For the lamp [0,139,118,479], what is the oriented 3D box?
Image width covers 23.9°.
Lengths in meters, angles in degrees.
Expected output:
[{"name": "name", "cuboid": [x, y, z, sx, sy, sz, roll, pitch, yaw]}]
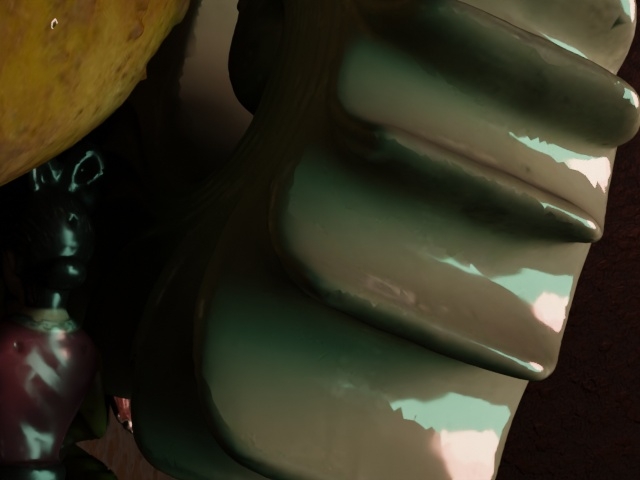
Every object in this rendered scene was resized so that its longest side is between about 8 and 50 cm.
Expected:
[{"name": "lamp", "cuboid": [-0.135, 0.087, 0.583, 0.118, 0.118, 0.253, 12, 80, -82]}]

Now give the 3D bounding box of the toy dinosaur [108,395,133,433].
[{"name": "toy dinosaur", "cuboid": [-0.110, 0.065, 0.999, 0.220, 0.032, 0.108, -70, 160, -69]}]

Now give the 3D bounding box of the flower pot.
[{"name": "flower pot", "cuboid": [-0.013, -0.029, 0.710, 0.367, 0.164, 0.254, 26, -85, 64]}]

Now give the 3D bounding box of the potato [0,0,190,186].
[{"name": "potato", "cuboid": [-0.107, -0.120, 0.515, 0.298, 0.141, 0.176, -76, 157, -48]}]
